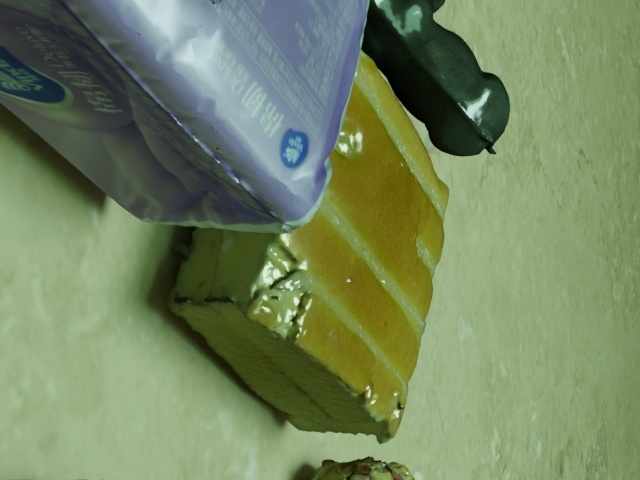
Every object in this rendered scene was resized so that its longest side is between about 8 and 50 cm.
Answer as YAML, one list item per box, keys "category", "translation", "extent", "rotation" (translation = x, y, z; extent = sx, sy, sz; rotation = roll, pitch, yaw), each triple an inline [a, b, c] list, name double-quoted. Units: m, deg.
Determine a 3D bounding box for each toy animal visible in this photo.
- category: "toy animal"
  translation: [0.072, -0.170, 0.937]
  extent: [0.245, 0.114, 0.146]
  rotation: [38, 16, -5]

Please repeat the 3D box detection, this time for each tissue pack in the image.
- category: "tissue pack"
  translation: [-0.103, -0.181, 0.609]
  extent: [0.338, 0.160, 0.242]
  rotation: [49, 50, -53]

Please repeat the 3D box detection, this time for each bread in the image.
- category: "bread"
  translation: [0.000, 0.000, 0.860]
  extent: [0.246, 0.111, 0.239]
  rotation: [53, 44, -49]

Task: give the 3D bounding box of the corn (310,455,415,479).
- category: "corn"
  translation: [0.026, 0.319, 0.927]
  extent: [0.098, 0.098, 0.290]
  rotation: [20, 72, -61]
